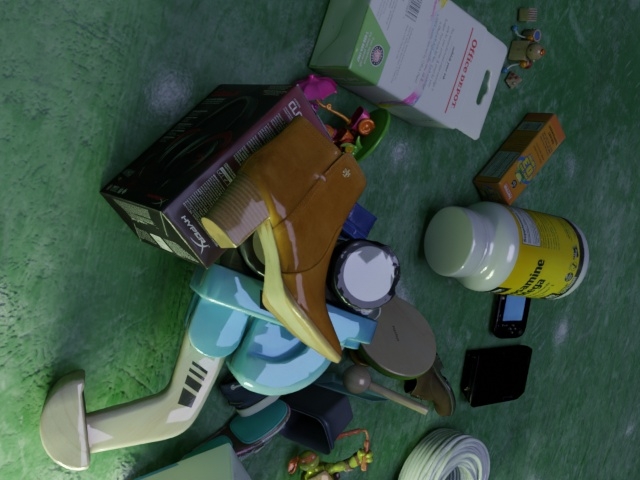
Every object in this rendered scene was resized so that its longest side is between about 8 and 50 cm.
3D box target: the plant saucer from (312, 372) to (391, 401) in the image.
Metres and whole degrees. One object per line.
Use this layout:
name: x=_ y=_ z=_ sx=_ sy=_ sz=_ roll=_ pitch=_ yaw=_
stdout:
plant saucer: x=0.065 y=0.290 z=1.412 sx=0.192 sy=0.067 sz=0.018 roll=26 pitch=61 yaw=-41

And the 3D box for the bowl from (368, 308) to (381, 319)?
bowl: x=0.027 y=0.110 z=1.320 sx=0.142 sy=0.053 sz=0.142 roll=-29 pitch=120 yaw=2

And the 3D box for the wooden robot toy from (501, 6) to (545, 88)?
wooden robot toy: x=0.452 y=-0.408 z=1.540 sx=0.076 sy=0.079 sz=0.173 roll=9 pitch=96 yaw=-40

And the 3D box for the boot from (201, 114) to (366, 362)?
boot: x=-0.001 y=-0.001 z=0.962 sx=0.211 sy=0.104 sz=0.295 roll=-46 pitch=116 yaw=-21

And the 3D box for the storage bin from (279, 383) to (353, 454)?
storage bin: x=-0.008 y=0.323 z=1.326 sx=0.091 sy=0.135 sz=0.098 roll=-35 pitch=121 yaw=-39

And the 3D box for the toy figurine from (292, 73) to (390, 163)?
toy figurine: x=0.004 y=-0.204 z=1.231 sx=0.159 sy=0.130 sz=0.173 roll=37 pitch=102 yaw=-25

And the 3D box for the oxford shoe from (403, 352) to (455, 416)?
oxford shoe: x=0.224 y=0.307 z=1.551 sx=0.096 sy=0.083 sz=0.227 roll=-32 pitch=121 yaw=-7

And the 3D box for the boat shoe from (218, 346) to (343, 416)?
boat shoe: x=-0.059 y=0.201 z=1.258 sx=0.255 sy=0.095 sz=0.079 roll=-34 pitch=111 yaw=-3

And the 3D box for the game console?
game console: x=0.435 y=0.213 z=1.709 sx=0.213 sy=0.044 sz=0.361 roll=1 pitch=100 yaw=-39

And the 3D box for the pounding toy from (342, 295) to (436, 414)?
pounding toy: x=0.119 y=0.228 z=1.404 sx=0.183 sy=0.110 sz=0.236 roll=25 pitch=45 yaw=-12

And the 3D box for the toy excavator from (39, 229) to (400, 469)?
toy excavator: x=-0.145 y=0.159 z=1.087 sx=0.433 sy=0.222 sz=0.445 roll=20 pitch=85 yaw=-17

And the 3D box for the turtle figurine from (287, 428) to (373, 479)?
turtle figurine: x=-0.003 y=0.485 z=1.376 sx=0.270 sy=0.087 sz=0.217 roll=-27 pitch=102 yaw=-11

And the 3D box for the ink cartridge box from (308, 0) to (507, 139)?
ink cartridge box: x=0.169 y=-0.333 z=1.303 sx=0.354 sy=0.119 sz=0.207 roll=20 pitch=88 yaw=-39

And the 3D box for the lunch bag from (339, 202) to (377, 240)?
lunch bag: x=0.047 y=-0.036 z=1.313 sx=0.098 sy=0.067 sz=0.065 roll=33 pitch=80 yaw=-38

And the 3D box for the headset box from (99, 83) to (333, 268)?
headset box: x=-0.142 y=-0.115 z=1.042 sx=0.293 sy=0.218 sz=0.110 roll=-46 pitch=124 yaw=-20

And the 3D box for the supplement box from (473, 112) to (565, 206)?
supplement box: x=0.439 y=-0.179 z=1.590 sx=0.233 sy=0.080 sz=0.078 roll=-48 pitch=124 yaw=-17

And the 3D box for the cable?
cable: x=0.279 y=0.555 z=1.637 sx=0.257 sy=0.089 sz=0.257 roll=5 pitch=96 yaw=-42

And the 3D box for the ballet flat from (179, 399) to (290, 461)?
ballet flat: x=-0.147 y=0.360 z=1.263 sx=0.222 sy=0.077 sz=0.079 roll=-32 pitch=138 yaw=-24

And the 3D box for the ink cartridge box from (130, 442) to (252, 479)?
ink cartridge box: x=-0.176 y=0.510 z=1.144 sx=0.198 sy=0.197 sz=0.270 roll=-21 pitch=119 yaw=2

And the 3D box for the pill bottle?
pill bottle: x=0.388 y=0.021 z=1.518 sx=0.334 sy=0.188 sz=0.187 roll=8 pitch=96 yaw=-33
